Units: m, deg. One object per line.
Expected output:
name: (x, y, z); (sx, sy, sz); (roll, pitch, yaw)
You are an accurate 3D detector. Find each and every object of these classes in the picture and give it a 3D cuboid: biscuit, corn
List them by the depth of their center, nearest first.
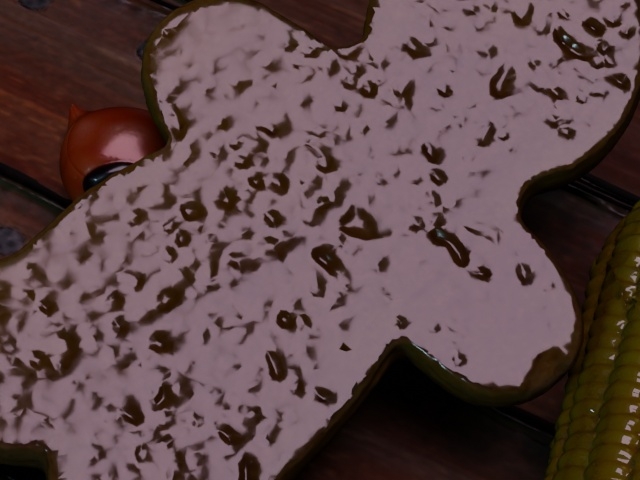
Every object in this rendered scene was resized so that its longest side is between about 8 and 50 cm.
corn: (0.166, 0.128, 0.930); (0.131, 0.131, 0.344); (17, 54, 5)
biscuit: (0.000, 0.000, 0.986); (0.283, 0.064, 0.432); (41, 76, 16)

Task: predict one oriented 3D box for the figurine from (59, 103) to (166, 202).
figurine: (-0.081, -0.036, 1.062); (0.140, 0.068, 0.075); (22, 58, 6)
